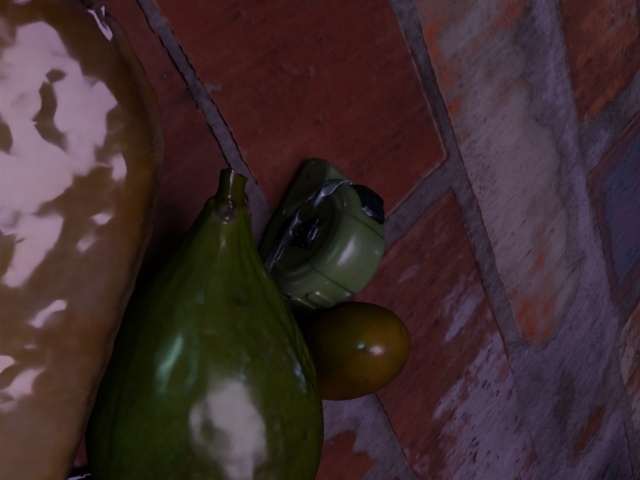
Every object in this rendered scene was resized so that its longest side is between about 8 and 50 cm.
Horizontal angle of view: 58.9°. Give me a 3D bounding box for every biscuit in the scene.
[{"bbox_3d":[-0.326,-0.039,0.369,0.430,0.104,0.445,19,89,-31],"label":"biscuit"}]

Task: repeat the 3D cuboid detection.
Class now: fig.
[{"bbox_3d":[-0.081,0.120,0.541,0.233,0.233,0.314,33,81,-40],"label":"fig"}]

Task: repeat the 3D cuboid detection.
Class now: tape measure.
[{"bbox_3d":[0.000,0.000,0.639,0.088,0.154,0.177,32,84,-39],"label":"tape measure"}]

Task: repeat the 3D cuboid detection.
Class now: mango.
[{"bbox_3d":[0.029,0.127,0.650,0.139,0.253,0.113,-7,79,-8],"label":"mango"}]

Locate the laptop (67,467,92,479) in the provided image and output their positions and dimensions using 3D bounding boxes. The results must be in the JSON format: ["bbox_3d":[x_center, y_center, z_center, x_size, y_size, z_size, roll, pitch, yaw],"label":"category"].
[{"bbox_3d":[-0.243,0.307,0.585,0.207,0.026,0.153,-4,104,-39],"label":"laptop"}]
